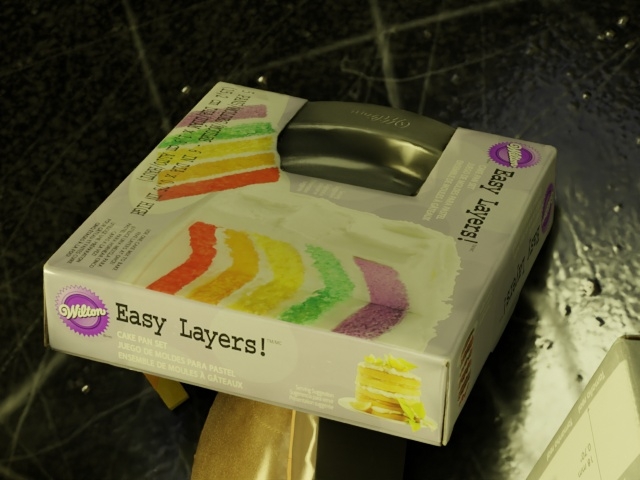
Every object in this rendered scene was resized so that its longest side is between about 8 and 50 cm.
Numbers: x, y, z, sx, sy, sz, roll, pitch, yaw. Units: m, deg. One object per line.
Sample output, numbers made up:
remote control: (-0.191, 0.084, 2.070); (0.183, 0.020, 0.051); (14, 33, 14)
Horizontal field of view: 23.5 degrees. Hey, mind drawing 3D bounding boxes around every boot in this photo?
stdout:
boot: (-0.030, 0.212, 0.926); (0.115, 0.112, 0.305); (-4, 67, 42)

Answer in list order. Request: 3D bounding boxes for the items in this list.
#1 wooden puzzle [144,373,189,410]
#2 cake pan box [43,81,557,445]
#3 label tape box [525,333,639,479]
wooden puzzle: (-0.081, 0.052, 1.033); (0.078, 0.014, 0.116); (41, 81, 19)
cake pan box: (0.000, 0.000, 0.942); (0.245, 0.070, 0.267); (15, 34, 16)
label tape box: (0.171, 0.248, 0.724); (0.106, 0.241, 0.334); (6, 50, -12)
